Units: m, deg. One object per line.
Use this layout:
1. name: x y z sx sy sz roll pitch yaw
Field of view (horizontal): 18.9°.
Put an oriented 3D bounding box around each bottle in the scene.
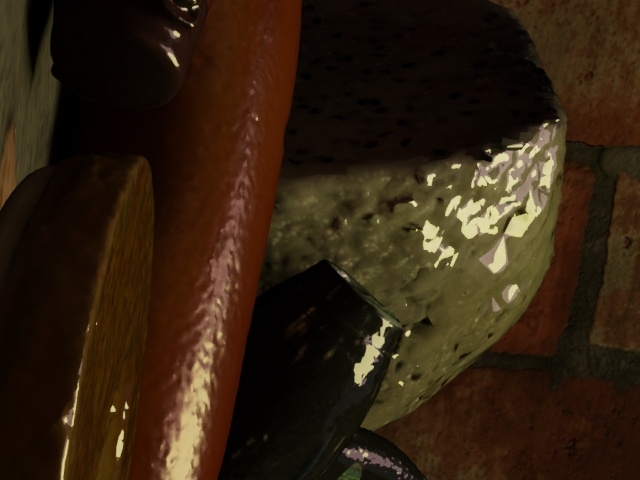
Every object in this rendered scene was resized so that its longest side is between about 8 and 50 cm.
1. bottle: -0.056 -0.115 0.653 0.060 0.060 0.164 98 -2 -52

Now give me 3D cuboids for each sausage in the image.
1. sausage: -0.059 -0.003 0.721 0.089 0.083 0.300 121 -22 -68

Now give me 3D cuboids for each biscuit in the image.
1. biscuit: -0.081 0.078 0.502 0.181 0.049 0.208 -88 -174 -79

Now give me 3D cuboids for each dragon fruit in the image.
1. dragon fruit: 0.000 0.000 0.936 0.283 0.221 0.204 -90 -179 -61

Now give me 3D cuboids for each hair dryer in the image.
1. hair dryer: -0.003 0.121 0.827 0.195 0.219 0.075 -50 -131 5
